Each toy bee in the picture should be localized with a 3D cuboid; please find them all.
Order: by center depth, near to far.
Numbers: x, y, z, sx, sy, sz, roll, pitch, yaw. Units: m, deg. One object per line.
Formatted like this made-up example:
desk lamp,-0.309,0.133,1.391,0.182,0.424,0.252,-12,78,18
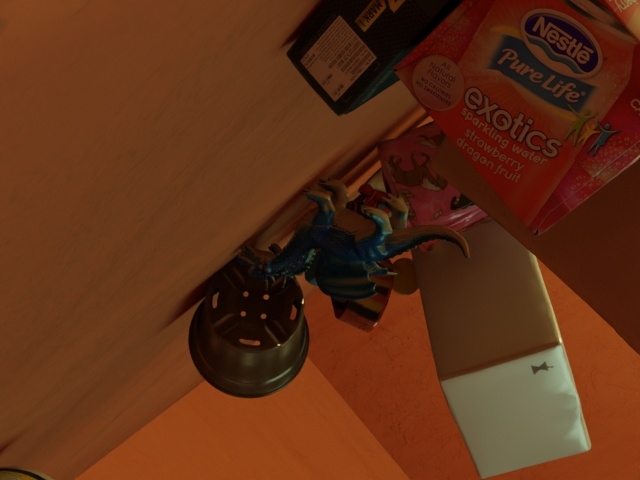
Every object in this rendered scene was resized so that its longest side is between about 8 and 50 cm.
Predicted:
toy bee,0.042,0.001,1.718,0.195,0.298,0.162,18,106,-40

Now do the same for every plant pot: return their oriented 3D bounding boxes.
plant pot,-0.090,0.107,1.557,0.167,0.167,0.165,-39,169,-17

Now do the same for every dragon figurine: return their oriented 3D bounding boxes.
dragon figurine,0.043,0.016,1.413,0.085,0.289,0.144,-37,138,-60

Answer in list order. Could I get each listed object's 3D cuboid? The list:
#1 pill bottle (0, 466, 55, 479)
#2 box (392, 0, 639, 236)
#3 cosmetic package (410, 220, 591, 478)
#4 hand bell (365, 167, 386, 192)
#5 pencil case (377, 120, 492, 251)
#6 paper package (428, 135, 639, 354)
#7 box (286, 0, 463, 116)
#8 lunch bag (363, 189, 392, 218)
pill bottle,-0.397,0.372,1.325,0.188,0.188,0.334,-41,175,6
box,0.170,-0.120,0.731,0.122,0.128,0.257,-41,177,34
cosmetic package,0.228,0.069,1.658,0.161,0.230,0.453,-17,-138,8
hand bell,0.197,-0.038,1.931,0.126,0.242,0.126,-40,175,-4
pencil case,0.262,-0.118,1.545,0.386,0.160,0.167,-21,-175,6
paper package,0.288,-0.104,0.934,0.168,0.309,0.325,15,112,-40
box,0.104,-0.188,0.722,0.232,0.059,0.183,-43,176,42
lunch bag,0.206,-0.109,2.118,0.293,0.120,0.258,-42,176,14
